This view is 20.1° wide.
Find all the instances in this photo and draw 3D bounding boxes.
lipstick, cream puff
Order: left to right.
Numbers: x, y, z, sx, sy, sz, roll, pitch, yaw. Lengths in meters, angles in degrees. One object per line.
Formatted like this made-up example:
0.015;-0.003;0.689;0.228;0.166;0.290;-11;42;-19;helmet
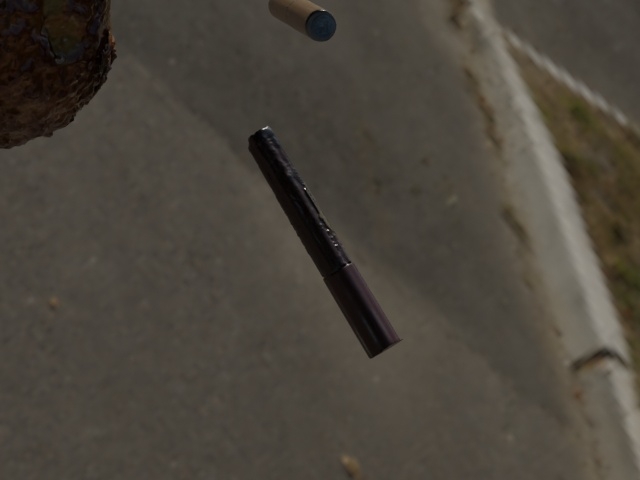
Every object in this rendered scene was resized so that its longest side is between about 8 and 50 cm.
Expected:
-0.228;-0.155;1.030;0.240;0.164;0.240;50;-11;13;cream puff
-0.011;-0.128;1.021;0.019;0.019;0.094;43;1;-20;lipstick
0.000;0.000;1.245;0.176;0.027;0.027;59;21;7;lipstick
